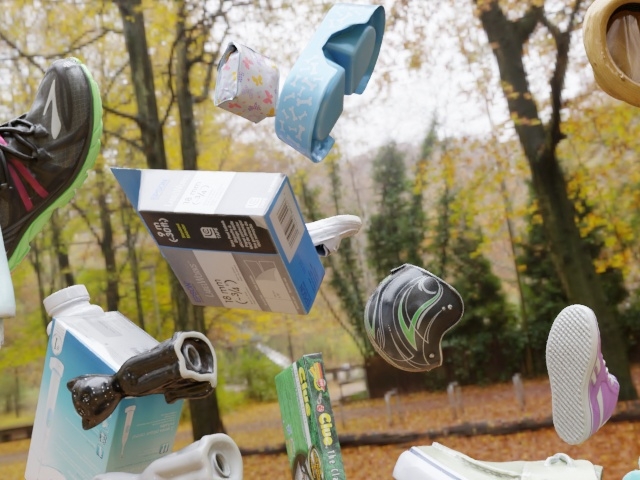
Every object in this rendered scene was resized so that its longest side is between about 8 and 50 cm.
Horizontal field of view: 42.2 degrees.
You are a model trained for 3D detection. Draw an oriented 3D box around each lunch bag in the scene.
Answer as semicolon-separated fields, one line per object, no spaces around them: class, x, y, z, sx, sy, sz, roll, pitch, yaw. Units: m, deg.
lunch bag;-0.089;-0.195;1.018;0.053;0.083;0.071;-11;-21;44

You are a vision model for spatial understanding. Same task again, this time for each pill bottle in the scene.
pill bottle;-0.432;0.184;1.511;0.108;0.193;0.108;-25;-9;-4

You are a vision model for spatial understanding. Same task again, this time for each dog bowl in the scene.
dog bowl;0.016;-0.261;1.323;0.074;0.297;0.166;21;-30;12

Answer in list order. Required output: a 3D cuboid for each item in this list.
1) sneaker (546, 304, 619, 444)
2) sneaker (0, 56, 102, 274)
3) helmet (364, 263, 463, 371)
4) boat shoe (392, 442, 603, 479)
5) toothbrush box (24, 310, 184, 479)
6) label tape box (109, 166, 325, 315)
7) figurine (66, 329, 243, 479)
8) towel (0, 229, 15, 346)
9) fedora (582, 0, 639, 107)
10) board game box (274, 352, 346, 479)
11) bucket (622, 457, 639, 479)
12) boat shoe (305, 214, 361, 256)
sneaker;0.539;0.255;1.678;0.161;0.282;0.102;-12;18;-41
sneaker;-0.574;-0.132;1.535;0.185;0.482;0.202;30;-2;37
helmet;0.158;0.143;1.459;0.169;0.161;0.169;34;-12;8
boat shoe;0.209;0.229;0.688;0.302;0.094;0.109;19;-14;25
toothbrush box;-0.339;0.289;1.295;0.216;0.295;0.126;26;17;40
label tape box;-0.186;0.002;1.371;0.334;0.106;0.240;3;-41;24
figurine;-0.219;0.245;1.042;0.209;0.214;0.092;-22;-14;22
towel;-0.512;-0.024;0.870;0.321;0.374;0.090;-4;-34;-29
fedora;0.451;-0.267;1.203;0.194;0.194;0.079;-6;-16;-13
board game box;-0.006;0.281;1.028;0.030;0.259;0.136;-5;-17;-19
bucket;0.666;0.486;1.433;0.281;0.281;0.183;-5;20;-26
boat shoe;0.000;0.000;1.488;0.184;0.063;0.066;-10;-20;-35
